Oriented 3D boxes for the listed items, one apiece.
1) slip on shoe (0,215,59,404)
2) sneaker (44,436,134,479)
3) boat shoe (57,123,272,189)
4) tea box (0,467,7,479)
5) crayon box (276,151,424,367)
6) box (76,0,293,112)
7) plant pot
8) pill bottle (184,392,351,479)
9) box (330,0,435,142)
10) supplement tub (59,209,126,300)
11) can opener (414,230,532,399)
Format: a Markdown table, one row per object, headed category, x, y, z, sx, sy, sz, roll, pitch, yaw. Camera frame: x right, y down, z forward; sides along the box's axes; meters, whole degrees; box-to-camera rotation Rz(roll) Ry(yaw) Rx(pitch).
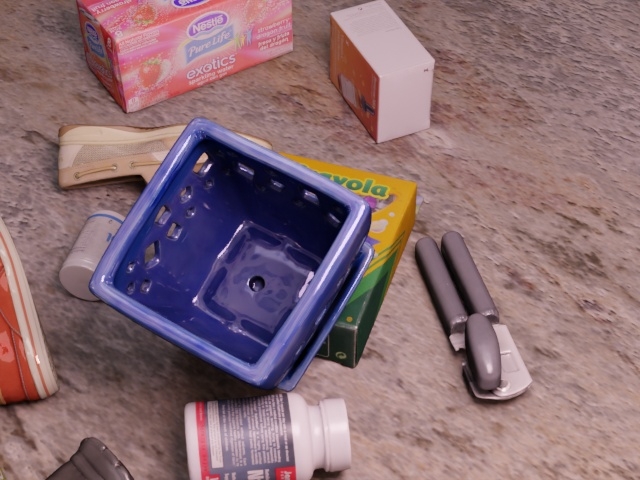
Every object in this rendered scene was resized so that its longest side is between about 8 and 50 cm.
| category | x | y | z | sx | sy | sz | roll | pitch | yaw |
| --- | --- | --- | --- | --- | --- | --- | --- | --- | --- |
| slip on shoe | -0.414 | 0.068 | 1.586 | 0.101 | 0.123 | 0.331 | -18 | 53 | -11 |
| sneaker | -0.209 | 0.338 | 1.339 | 0.130 | 0.109 | 0.286 | -37 | 48 | -18 |
| boat shoe | -0.218 | -0.108 | 1.774 | 0.302 | 0.109 | 0.098 | 2 | 85 | 2 |
| tea box | -0.459 | 0.234 | 1.223 | 0.220 | 0.329 | 0.323 | -35 | 60 | -9 |
| crayon box | 0.000 | 0.000 | 1.665 | 0.203 | 0.083 | 0.323 | 13 | 47 | 13 |
| box | -0.206 | -0.335 | 1.955 | 0.300 | 0.142 | 0.154 | -24 | 51 | -21 |
| plant pot | -0.083 | 0.031 | 1.442 | 0.236 | 0.212 | 0.236 | 28 | 82 | 16 |
| pill bottle | -0.059 | 0.227 | 1.425 | 0.180 | 0.108 | 0.108 | -6 | 46 | -4 |
| box | 0.088 | -0.252 | 1.877 | 0.091 | 0.130 | 0.170 | -18 | 47 | -17 |
| supplement tub | -0.291 | 0.018 | 1.660 | 0.071 | 0.071 | 0.107 | 9 | 47 | 10 |
| can opener | 0.189 | 0.085 | 1.580 | 0.074 | 0.093 | 0.280 | -11 | 42 | -8 |
